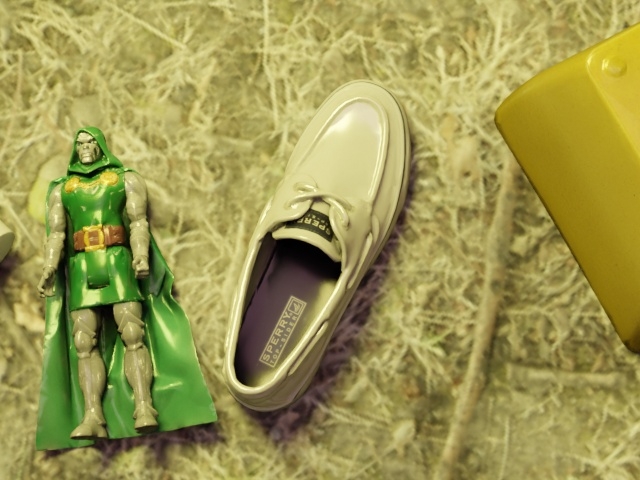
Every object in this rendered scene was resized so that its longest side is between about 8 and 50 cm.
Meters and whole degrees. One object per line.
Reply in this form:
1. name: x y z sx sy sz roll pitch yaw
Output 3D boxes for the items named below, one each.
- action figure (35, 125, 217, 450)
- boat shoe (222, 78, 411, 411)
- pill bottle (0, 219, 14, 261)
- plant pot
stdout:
1. action figure: -0.158 0.027 1.108 0.137 0.063 0.232 -10 76 5
2. boat shoe: 0.000 0.000 1.088 0.095 0.084 0.258 16 81 6
3. pill bottle: -0.285 -0.026 1.119 0.120 0.067 0.067 40 84 9
4. plant pot: 0.263 -0.073 1.035 0.212 0.187 0.212 -28 79 -2
